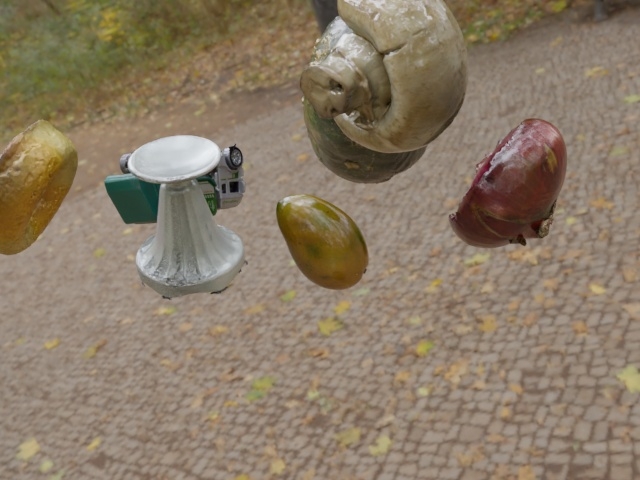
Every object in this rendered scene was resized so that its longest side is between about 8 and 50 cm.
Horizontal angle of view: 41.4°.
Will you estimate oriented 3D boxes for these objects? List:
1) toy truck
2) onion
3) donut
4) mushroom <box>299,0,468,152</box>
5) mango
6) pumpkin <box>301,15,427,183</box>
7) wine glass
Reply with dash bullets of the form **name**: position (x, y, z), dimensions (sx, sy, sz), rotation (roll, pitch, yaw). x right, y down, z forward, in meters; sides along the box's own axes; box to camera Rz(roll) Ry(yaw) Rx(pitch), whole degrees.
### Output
- **toy truck**: position (-0.230, -0.094, 1.378), dimensions (0.114, 0.124, 0.253), rotation (-2, 3, 34)
- **onion**: position (0.325, -0.088, 1.434), dimensions (0.248, 0.161, 0.248), rotation (-60, 7, 12)
- **donut**: position (-0.384, -0.061, 1.102), dimensions (0.190, 0.075, 0.174), rotation (-56, 0, -15)
- **mushroom**: position (0.098, -0.220, 1.132), dimensions (0.195, 0.253, 0.189), rotation (-33, 49, -32)
- **mango**: position (0.005, 0.000, 1.249), dimensions (0.111, 0.163, 0.089), rotation (-20, 21, 18)
- **pumpkin**: position (0.093, -0.261, 1.563), dimensions (0.257, 0.327, 0.291), rotation (30, 85, 18)
- **wine glass**: position (-0.196, -0.038, 1.216), dimensions (0.165, 0.196, 0.165), rotation (-2, 32, 1)
